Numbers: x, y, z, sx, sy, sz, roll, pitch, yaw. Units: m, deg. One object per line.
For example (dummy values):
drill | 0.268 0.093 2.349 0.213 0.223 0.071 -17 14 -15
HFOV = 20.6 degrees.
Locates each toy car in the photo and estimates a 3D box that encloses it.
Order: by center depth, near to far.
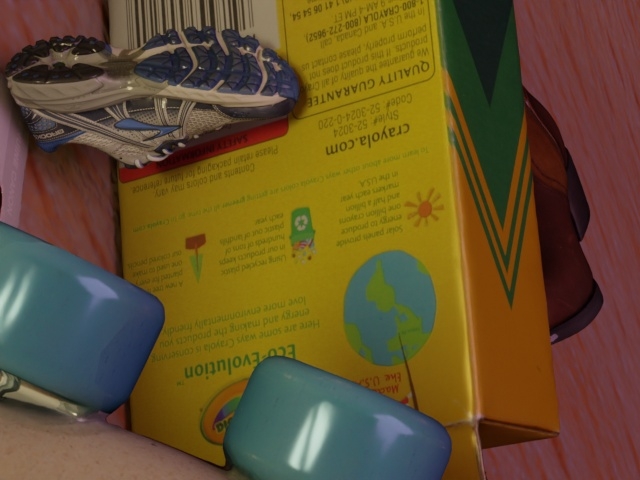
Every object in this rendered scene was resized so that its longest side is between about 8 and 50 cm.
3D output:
toy car | -0.093 0.127 0.650 0.210 0.238 0.219 25 85 -9

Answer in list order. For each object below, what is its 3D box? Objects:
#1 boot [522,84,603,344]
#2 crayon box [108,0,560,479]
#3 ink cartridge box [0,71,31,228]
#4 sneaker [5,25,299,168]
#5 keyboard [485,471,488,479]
boot | 0.082 -0.087 1.071 0.280 0.096 0.264 62 28 -19
crayon box | 0.000 0.000 0.847 0.081 0.202 0.319 16 66 -53
ink cartridge box | -0.199 -0.031 0.721 0.225 0.056 0.181 54 34 -59
sneaker | -0.076 -0.064 0.824 0.052 0.135 0.058 -80 169 -50
keyboard | 0.056 0.145 1.026 0.201 0.033 0.317 -28 102 -56
